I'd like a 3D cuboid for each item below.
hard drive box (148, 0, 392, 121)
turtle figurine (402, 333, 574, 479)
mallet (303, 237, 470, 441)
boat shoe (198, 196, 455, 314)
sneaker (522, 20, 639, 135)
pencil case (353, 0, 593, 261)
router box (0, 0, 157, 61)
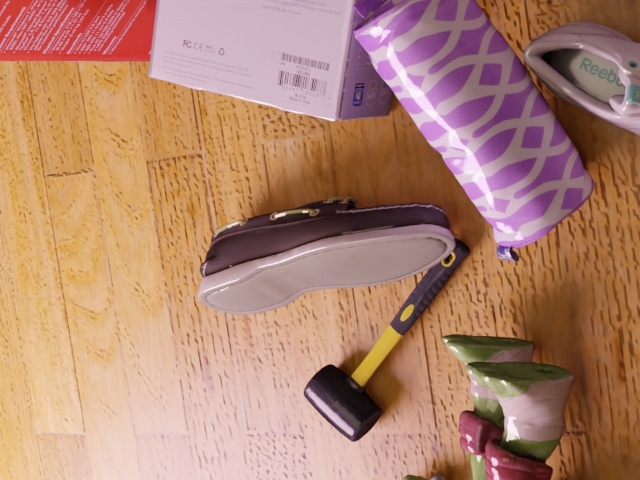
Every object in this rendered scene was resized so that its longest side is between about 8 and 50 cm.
[{"bbox_3d":[-0.024,-0.223,0.908,0.181,0.089,0.232,17,106,27],"label":"hard drive box"},{"bbox_3d":[0.083,0.208,0.853,0.274,0.198,0.266,8,98,25],"label":"turtle figurine"},{"bbox_3d":[0.063,0.082,0.939,0.062,0.039,0.190,49,114,16],"label":"mallet"},{"bbox_3d":[0.000,0.000,0.935,0.227,0.081,0.069,-14,58,29],"label":"boat shoe"},{"bbox_3d":[0.231,-0.091,0.776,0.212,0.094,0.080,19,106,26],"label":"sneaker"},{"bbox_3d":[0.107,-0.091,0.823,0.086,0.088,0.206,-37,104,-8],"label":"pencil case"},{"bbox_3d":[-0.287,-0.285,0.929,0.335,0.301,0.082,50,117,15],"label":"router box"}]
